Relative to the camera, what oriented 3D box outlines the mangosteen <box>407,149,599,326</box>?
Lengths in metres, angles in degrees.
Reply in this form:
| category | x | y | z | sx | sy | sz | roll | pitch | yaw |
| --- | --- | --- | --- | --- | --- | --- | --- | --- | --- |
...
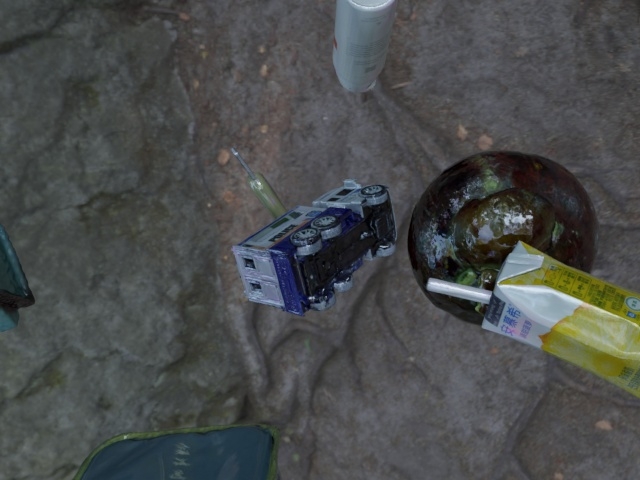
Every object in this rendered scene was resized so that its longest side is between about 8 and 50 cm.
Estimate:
| category | x | y | z | sx | sy | sz | roll | pitch | yaw |
| --- | --- | --- | --- | --- | --- | --- | --- | --- | --- |
| mangosteen | 0.213 | 0.023 | 0.817 | 0.231 | 0.289 | 0.231 | 6 | 125 | 8 |

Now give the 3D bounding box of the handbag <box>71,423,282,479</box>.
| category | x | y | z | sx | sy | sz | roll | pitch | yaw |
| --- | --- | --- | --- | --- | --- | --- | --- | --- | --- |
| handbag | -0.118 | 0.319 | 0.587 | 0.222 | 0.263 | 0.241 | -6 | 104 | 4 |

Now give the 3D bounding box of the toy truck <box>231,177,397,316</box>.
| category | x | y | z | sx | sy | sz | roll | pitch | yaw |
| --- | --- | --- | --- | --- | --- | --- | --- | --- | --- |
| toy truck | 0.000 | 0.000 | 1.123 | 0.155 | 0.268 | 0.124 | 8 | 121 | 39 |

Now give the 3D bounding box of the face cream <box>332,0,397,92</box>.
| category | x | y | z | sx | sy | sz | roll | pitch | yaw |
| --- | --- | --- | --- | --- | --- | --- | --- | --- | --- |
| face cream | 0.073 | -0.358 | 1.216 | 0.102 | 0.102 | 0.345 | 63 | 173 | 9 |

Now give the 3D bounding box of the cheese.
| category | x | y | z | sx | sy | sz | roll | pitch | yaw |
| --- | --- | --- | --- | --- | --- | --- | --- | --- | --- |
| cheese | -0.131 | -0.119 | 1.424 | 0.192 | 0.037 | 0.097 | 54 | -179 | -44 |

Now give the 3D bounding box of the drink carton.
| category | x | y | z | sx | sy | sz | roll | pitch | yaw |
| --- | --- | --- | --- | --- | --- | --- | --- | --- | --- |
| drink carton | 0.195 | 0.057 | 0.592 | 0.200 | 0.074 | 0.084 | 25 | 143 | 19 |

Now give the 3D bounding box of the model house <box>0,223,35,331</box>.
| category | x | y | z | sx | sy | sz | roll | pitch | yaw |
| --- | --- | --- | --- | --- | --- | --- | --- | --- | --- |
| model house | -0.685 | 0.103 | 1.208 | 0.230 | 0.281 | 0.248 | -101 | -4 | -50 |
